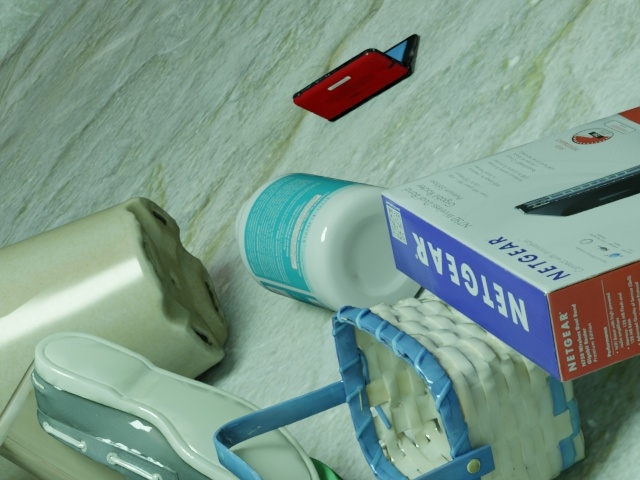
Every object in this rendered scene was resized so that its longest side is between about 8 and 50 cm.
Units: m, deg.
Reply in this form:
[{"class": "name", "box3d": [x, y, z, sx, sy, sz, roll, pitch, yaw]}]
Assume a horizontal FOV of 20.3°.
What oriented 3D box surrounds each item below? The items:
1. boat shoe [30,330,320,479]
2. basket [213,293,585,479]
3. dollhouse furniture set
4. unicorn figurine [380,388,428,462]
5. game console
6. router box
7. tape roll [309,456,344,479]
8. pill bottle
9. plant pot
[{"class": "boat shoe", "box3d": [-0.144, 0.197, 1.723, 0.116, 0.319, 0.099, -35, -34, -55]}, {"class": "basket", "box3d": [0.070, 0.167, 1.573, 0.288, 0.201, 0.255, -16, 20, -16]}, {"class": "dollhouse furniture set", "box3d": [-0.301, 0.296, 1.910, 0.303, 0.198, 0.286, -43, 17, 54]}, {"class": "unicorn figurine", "box3d": [0.098, 0.144, 1.767, 0.162, 0.060, 0.111, -41, 26, 12]}, {"class": "game console", "box3d": [0.045, -0.227, 2.349, 0.144, 0.124, 0.085, -30, 57, 31]}, {"class": "router box", "box3d": [0.257, -0.011, 1.564, 0.301, 0.082, 0.335, -19, 21, -17]}, {"class": "tape roll", "box3d": [-0.075, 0.357, 1.707, 0.321, 0.077, 0.321, -34, 29, 22]}, {"class": "pill bottle", "box3d": [0.000, 0.000, 2.019, 0.146, 0.146, 0.264, -53, 27, -13]}, {"class": "plant pot", "box3d": [-0.293, 0.109, 2.157, 0.305, 0.334, 0.334, -28, 30, 11]}]
